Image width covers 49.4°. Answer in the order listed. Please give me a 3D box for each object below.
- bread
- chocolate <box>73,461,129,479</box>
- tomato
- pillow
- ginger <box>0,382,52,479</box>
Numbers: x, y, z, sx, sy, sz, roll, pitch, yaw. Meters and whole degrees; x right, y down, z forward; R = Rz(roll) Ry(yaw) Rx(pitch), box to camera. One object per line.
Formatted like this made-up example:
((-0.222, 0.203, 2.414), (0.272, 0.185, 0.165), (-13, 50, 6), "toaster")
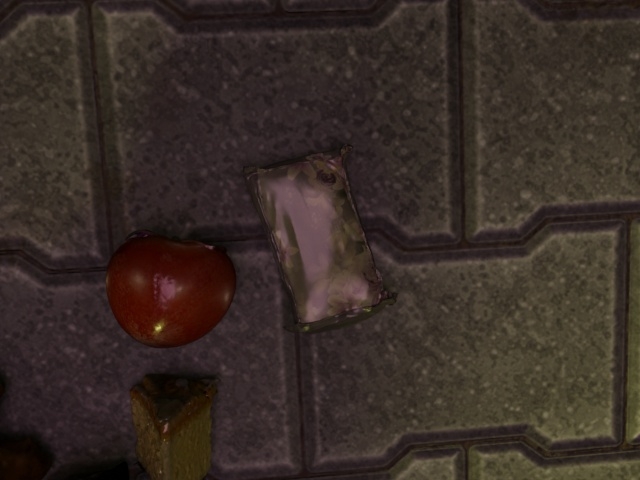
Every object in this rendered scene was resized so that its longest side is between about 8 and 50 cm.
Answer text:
((-0.210, 0.265, 0.942), (0.127, 0.152, 0.147), (3, 100, 3), "bread")
((-0.342, 0.412, 0.904), (0.177, 0.224, 0.206), (-1, 95, -9), "chocolate")
((-0.200, 0.065, 0.906), (0.167, 0.167, 0.167), (-1, 99, -5), "tomato")
((0.000, 0.000, 0.963), (0.169, 0.059, 0.255), (-17, 98, -3), "pillow")
((-0.551, 0.294, 0.916), (0.357, 0.152, 0.274), (21, 67, -12), "ginger")
